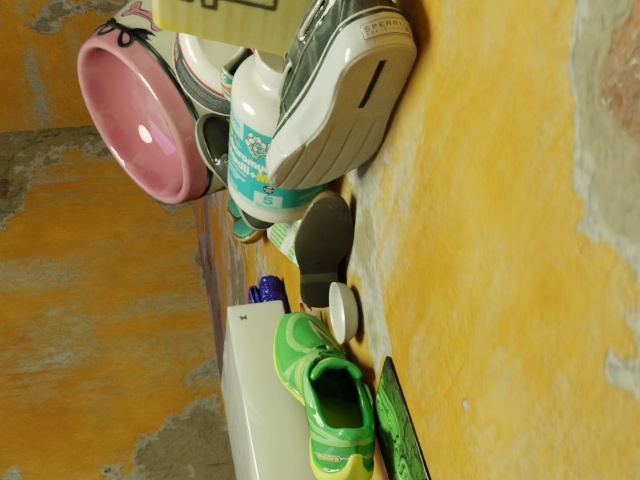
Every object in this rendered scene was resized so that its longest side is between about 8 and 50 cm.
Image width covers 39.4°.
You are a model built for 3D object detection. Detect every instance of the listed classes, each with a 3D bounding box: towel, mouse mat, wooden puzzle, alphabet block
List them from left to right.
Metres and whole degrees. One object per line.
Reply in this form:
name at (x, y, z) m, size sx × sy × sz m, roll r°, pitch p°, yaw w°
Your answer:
alphabet block at (-0.076, -0.350, 0.994) m, size 0.197 × 0.193 × 0.192 m, roll 105°, pitch 178°, yaw -60°
towel at (-0.092, 0.248, 1.755) m, size 0.228 × 0.076 × 0.308 m, roll 102°, pitch 158°, yaw -54°
towel at (-0.051, -0.077, 1.497) m, size 0.325 × 0.038 × 0.248 m, roll -132°, pitch 39°, yaw -70°
wooden puzzle at (-0.027, 0.140, 1.549) m, size 0.078 × 0.014 × 0.116 m, roll -149°, pitch 54°, yaw -75°
mouse mat at (0.094, 0.252, 1.065) m, size 0.153 × 0.007 × 0.190 m, roll 97°, pitch 163°, yaw -48°

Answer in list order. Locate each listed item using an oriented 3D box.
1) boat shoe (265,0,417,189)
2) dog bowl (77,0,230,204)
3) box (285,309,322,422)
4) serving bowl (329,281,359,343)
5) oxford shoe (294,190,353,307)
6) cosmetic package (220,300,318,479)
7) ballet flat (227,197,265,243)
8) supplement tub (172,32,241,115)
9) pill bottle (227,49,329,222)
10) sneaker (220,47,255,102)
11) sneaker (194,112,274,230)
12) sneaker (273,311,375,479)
boat shoe at (0.014, -0.168, 0.979) m, size 0.335 × 0.121 × 0.119 m, roll 129°, pitch 130°, yaw -59°
dog bowl at (-0.297, -0.247, 1.674) m, size 0.408 × 0.150 × 0.408 m, roll 38°, pitch 148°, yaw 29°
box at (-0.009, 0.273, 1.408) m, size 0.063 × 0.067 × 0.324 m, roll 116°, pitch 145°, yaw -68°
serving bowl at (0.035, 0.096, 1.206) m, size 0.083 × 0.027 × 0.083 m, roll 174°, pitch 90°, yaw -78°
oxford shoe at (0.000, 0.000, 1.226) m, size 0.212 × 0.076 × 0.076 m, roll 100°, pitch 173°, yaw -49°
cosmetic package at (-0.078, 0.326, 1.373) m, size 0.284 × 0.097 × 0.377 m, roll 100°, pitch 160°, yaw -57°
ballet flat at (-0.151, -0.035, 1.942) m, size 0.073 × 0.080 × 0.232 m, roll 58°, pitch -178°, yaw -26°
supplement tub at (-0.130, -0.297, 1.386) m, size 0.272 × 0.191 × 0.191 m, roll 179°, pitch 85°, yaw -78°
pill bottle at (-0.048, -0.153, 1.181) m, size 0.264 × 0.146 × 0.146 m, roll 100°, pitch 160°, yaw -53°
sneaker at (-0.068, -0.251, 1.214) m, size 0.057 × 0.161 × 0.075 m, roll 53°, pitch 172°, yaw 17°
sneaker at (-0.123, -0.130, 1.478) m, size 0.222 × 0.083 × 0.118 m, roll 57°, pitch 155°, yaw 1°
sneaker at (0.016, 0.188, 1.194) m, size 0.295 × 0.109 × 0.123 m, roll -116°, pitch 32°, yaw -49°
